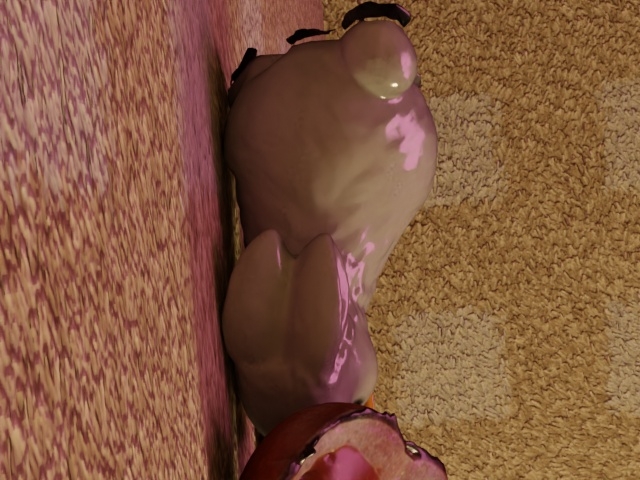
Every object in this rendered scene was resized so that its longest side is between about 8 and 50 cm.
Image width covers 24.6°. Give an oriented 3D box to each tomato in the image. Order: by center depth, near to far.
[{"bbox_3d":[-0.006,0.224,1.166,0.199,0.112,0.228,-56,135,-18],"label":"tomato"}]

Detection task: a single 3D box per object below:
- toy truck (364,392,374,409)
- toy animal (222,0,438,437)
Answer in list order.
[{"bbox_3d":[0.007,0.249,1.420,0.135,0.114,0.270,-119,-156,-79],"label":"toy truck"},{"bbox_3d":[0.000,0.000,1.275,0.258,0.194,0.357,104,-8,-68],"label":"toy animal"}]
